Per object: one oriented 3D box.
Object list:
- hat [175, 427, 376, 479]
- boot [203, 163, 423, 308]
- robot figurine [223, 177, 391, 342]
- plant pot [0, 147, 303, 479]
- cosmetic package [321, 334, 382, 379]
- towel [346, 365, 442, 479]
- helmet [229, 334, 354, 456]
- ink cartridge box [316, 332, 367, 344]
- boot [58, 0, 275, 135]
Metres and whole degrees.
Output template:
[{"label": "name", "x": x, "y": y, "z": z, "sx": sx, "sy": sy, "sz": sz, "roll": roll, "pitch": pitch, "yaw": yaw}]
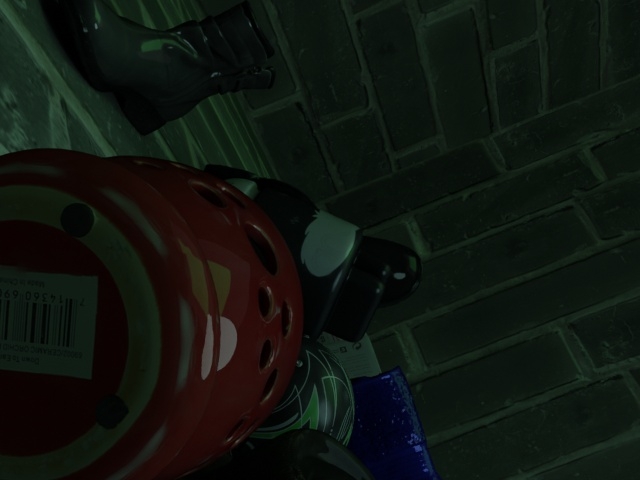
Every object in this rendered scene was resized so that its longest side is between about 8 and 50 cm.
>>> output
[{"label": "hat", "x": -0.010, "y": 0.251, "z": 0.746, "sx": 0.331, "sy": 0.134, "sz": 0.331, "roll": 50, "pitch": 0, "yaw": -1}, {"label": "boot", "x": -0.002, "y": 0.000, "z": 1.496, "sx": 0.445, "sy": 0.367, "sz": 0.146, "roll": 71, "pitch": 25, "yaw": -72}, {"label": "robot figurine", "x": -0.053, "y": 0.031, "z": 1.124, "sx": 0.209, "sy": 0.278, "sz": 0.174, "roll": 104, "pitch": 10, "yaw": -76}, {"label": "plant pot", "x": -0.117, "y": 0.047, "z": 0.454, "sx": 0.174, "sy": 0.191, "sz": 0.191, "roll": -5, "pitch": 74, "yaw": -79}, {"label": "cosmetic package", "x": 0.061, "y": 0.373, "z": 1.387, "sx": 0.385, "sy": 0.156, "sz": 0.217, "roll": -107, "pitch": -171, "yaw": -47}, {"label": "towel", "x": 0.048, "y": 0.338, "z": 1.094, "sx": 0.076, "sy": 0.227, "sz": 0.308, "roll": 22, "pitch": 45, "yaw": -69}, {"label": "helmet", "x": -0.037, "y": 0.204, "z": 1.031, "sx": 0.169, "sy": 0.161, "sz": 0.169, "roll": -22, "pitch": 90, "yaw": -88}, {"label": "ink cartridge box", "x": -0.005, "y": 0.192, "z": 1.600, "sx": 0.061, "sy": 0.181, "sz": 0.104, "roll": 63, "pitch": 5, "yaw": -68}, {"label": "boot", "x": -0.186, "y": -0.263, "z": 1.103, "sx": 0.338, "sy": 0.222, "sz": 0.118, "roll": 57, "pitch": 13, "yaw": -79}]
